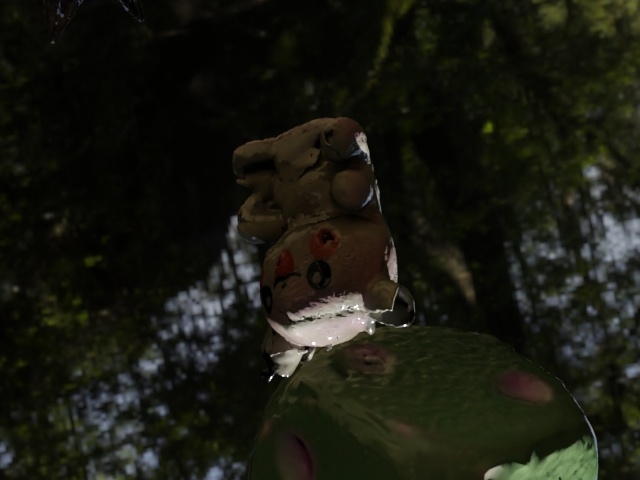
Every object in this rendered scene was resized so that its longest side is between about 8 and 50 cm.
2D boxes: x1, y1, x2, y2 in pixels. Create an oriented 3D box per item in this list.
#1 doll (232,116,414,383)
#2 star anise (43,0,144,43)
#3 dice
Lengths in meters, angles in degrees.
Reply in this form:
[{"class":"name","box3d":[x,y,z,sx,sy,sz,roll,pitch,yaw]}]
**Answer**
[{"class":"doll","box3d":[0.000,0.000,0.931,0.149,0.192,0.095,-18,160,38]},{"class":"star anise","box3d":[-0.253,-0.331,1.259,0.230,0.262,0.081,-29,-140,-6]},{"class":"dice","box3d":[0.114,0.301,1.477,0.318,0.322,0.330,-12,-150,-41]}]
